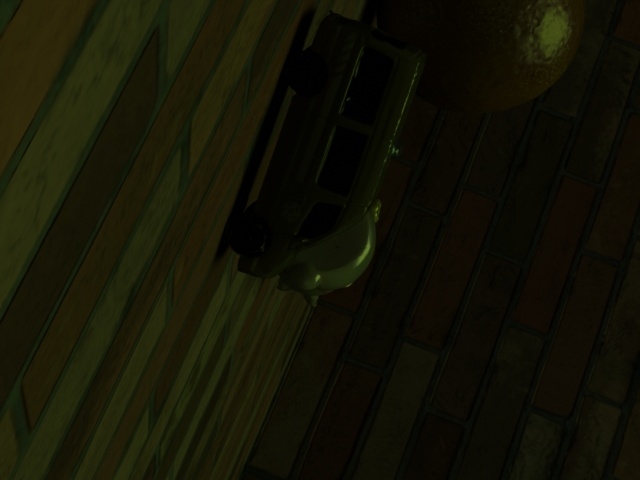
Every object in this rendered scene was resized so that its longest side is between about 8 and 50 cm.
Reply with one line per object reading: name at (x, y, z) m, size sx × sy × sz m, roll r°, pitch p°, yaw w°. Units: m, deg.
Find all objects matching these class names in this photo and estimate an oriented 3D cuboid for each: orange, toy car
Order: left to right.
toy car at (0.007, -0.077, 1.418) m, size 0.101 × 0.124 × 0.257 m, roll -48°, pitch 159°, yaw -76°
orange at (0.202, -0.298, 1.946) m, size 0.274 × 0.274 × 0.274 m, roll 22°, pitch 90°, yaw -86°

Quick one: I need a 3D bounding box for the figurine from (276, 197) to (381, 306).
figurine at (0.000, 0.000, 1.868) m, size 0.235 × 0.127 × 0.155 m, roll 120°, pitch -17°, yaw -79°
